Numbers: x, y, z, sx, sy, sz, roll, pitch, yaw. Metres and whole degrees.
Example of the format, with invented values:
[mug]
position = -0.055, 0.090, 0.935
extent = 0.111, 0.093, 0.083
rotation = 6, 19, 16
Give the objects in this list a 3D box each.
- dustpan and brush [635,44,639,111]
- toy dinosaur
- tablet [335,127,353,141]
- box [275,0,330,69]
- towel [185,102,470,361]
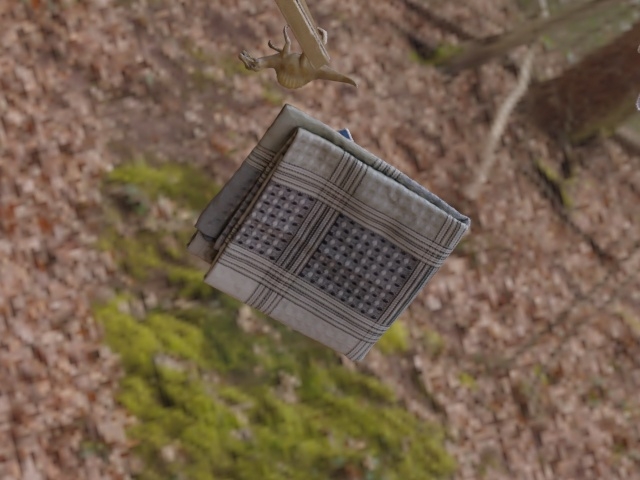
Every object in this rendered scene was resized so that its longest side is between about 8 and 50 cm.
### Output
[dustpan and brush]
position = 0.441, -0.269, 1.831
extent = 0.060, 0.211, 0.147
rotation = 37, 44, -9
[toy dinosaur]
position = -0.020, -0.251, 2.133
extent = 0.053, 0.183, 0.092
rotation = 70, 36, -62
[tablet]
position = 0.032, -0.117, 2.156
extent = 0.006, 0.054, 0.083
rotation = -46, 117, -54
[box]
position = -0.053, -0.266, 1.328
extent = 0.164, 0.021, 0.201
rotation = 68, 7, 32
[towel]
position = 0.000, 0.000, 2.138
extent = 0.312, 0.324, 0.056
rotation = -53, -170, 34
